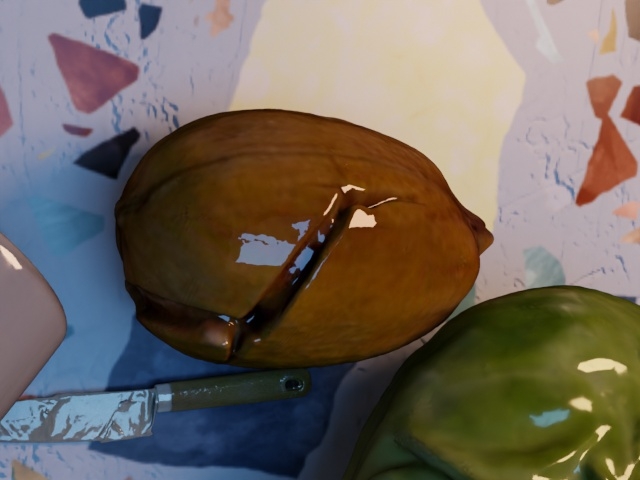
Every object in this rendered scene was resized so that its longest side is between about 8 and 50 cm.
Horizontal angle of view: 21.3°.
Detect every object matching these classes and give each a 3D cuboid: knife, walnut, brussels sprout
[{"bbox_3d":[-0.146,0.139,1.392,0.298,0.017,0.047,-4,105,-22],"label":"knife"},{"bbox_3d":[0.000,0.000,1.338,0.336,0.209,0.209,-2,98,-29],"label":"walnut"},{"bbox_3d":[0.199,0.224,1.384,0.425,0.342,0.361,21,62,-27],"label":"brussels sprout"}]

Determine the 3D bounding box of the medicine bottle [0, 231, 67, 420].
[{"bbox_3d":[-0.352,0.127,1.166,0.208,0.208,0.339,46,66,-21],"label":"medicine bottle"}]
